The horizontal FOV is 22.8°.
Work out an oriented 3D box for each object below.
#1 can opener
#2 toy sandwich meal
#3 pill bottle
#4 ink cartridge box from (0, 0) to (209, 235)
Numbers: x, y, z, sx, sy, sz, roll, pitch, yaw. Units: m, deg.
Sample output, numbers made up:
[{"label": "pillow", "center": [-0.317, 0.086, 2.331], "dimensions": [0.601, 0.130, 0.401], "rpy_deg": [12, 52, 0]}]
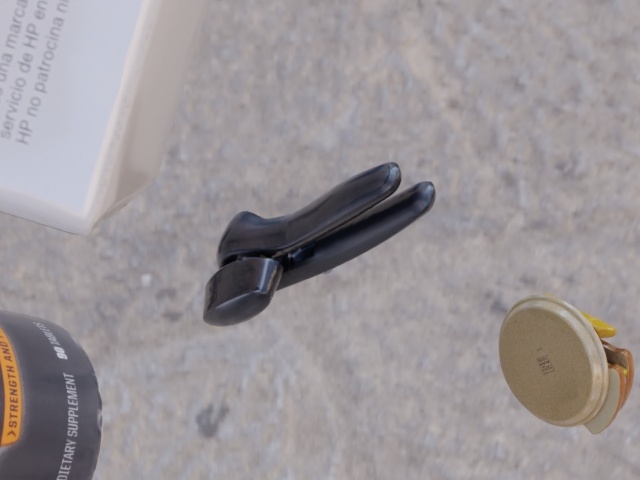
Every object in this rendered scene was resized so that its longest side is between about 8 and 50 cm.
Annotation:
[{"label": "can opener", "center": [0.000, 0.000, 0.937], "dimensions": [0.059, 0.186, 0.073], "rpy_deg": [22, 56, -36]}, {"label": "toy sandwich meal", "center": [0.137, 0.066, 0.888], "dimensions": [0.029, 0.085, 0.085], "rpy_deg": [-18, 59, -40]}, {"label": "pill bottle", "center": [-0.235, 0.084, 0.772], "dimensions": [0.130, 0.246, 0.130], "rpy_deg": [-10, 73, 37]}, {"label": "ink cartridge box", "center": [-0.220, -0.201, 0.594], "dimensions": [0.395, 0.166, 0.285], "rpy_deg": [18, 97, -1]}]
